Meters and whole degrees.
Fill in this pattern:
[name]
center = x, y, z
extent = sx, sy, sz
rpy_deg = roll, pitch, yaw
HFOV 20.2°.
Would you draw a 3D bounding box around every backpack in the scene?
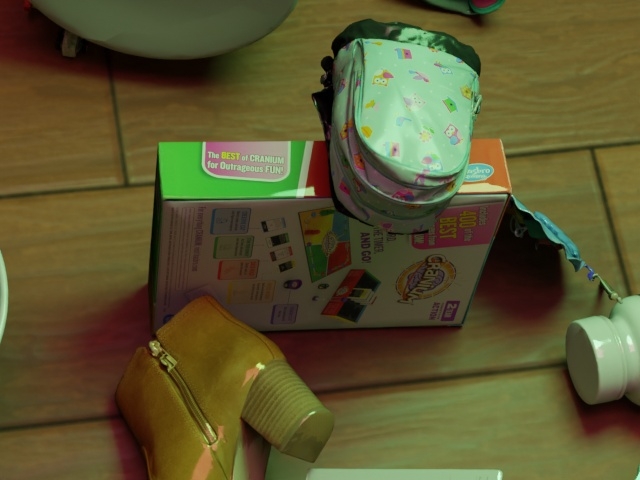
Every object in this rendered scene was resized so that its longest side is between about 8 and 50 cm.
[backpack]
center = 0.068, -0.099, 1.560
extent = 0.152, 0.115, 0.182
rpy_deg = 10, 57, -4

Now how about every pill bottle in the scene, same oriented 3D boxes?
[pill bottle]
center = 0.342, 0.103, 1.764
extent = 0.186, 0.112, 0.112
rpy_deg = -10, 63, -14

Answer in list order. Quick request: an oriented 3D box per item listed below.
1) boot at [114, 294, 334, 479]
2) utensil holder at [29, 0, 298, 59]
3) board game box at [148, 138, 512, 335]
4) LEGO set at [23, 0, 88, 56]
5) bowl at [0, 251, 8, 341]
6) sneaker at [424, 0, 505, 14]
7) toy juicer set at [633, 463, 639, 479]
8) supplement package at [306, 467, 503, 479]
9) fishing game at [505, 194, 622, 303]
[boot]
center = -0.132, 0.210, 1.650
extent = 0.211, 0.104, 0.295
rpy_deg = 36, 90, 40
[utensil holder]
center = -0.150, -0.427, 1.842
extent = 0.327, 0.327, 0.385
rpy_deg = 8, 56, -3
[board game box]
center = 0.000, 0.000, 1.698
extent = 0.316, 0.242, 0.064
rpy_deg = -1, 57, -9
[LEGO set]
center = -0.250, -0.302, 1.938
extent = 0.182, 0.060, 0.244
rpy_deg = -36, 72, -20
[bowl]
center = -0.437, 0.087, 1.632
extent = 0.311, 0.163, 0.311
rpy_deg = 3, 61, -6
[sneaker]
center = 0.196, -0.341, 1.980
extent = 0.295, 0.124, 0.178
rpy_deg = -13, 59, -6
[toy juicer set]
center = 0.326, 0.313, 1.658
extent = 0.209, 0.089, 0.329
rpy_deg = 39, 63, 14
[supplement package]
center = 0.079, 0.270, 1.606
extent = 0.179, 0.105, 0.105
rpy_deg = -1, 59, 15
[fishing game]
center = 0.188, -0.030, 1.793
extent = 0.264, 0.189, 0.041
rpy_deg = 42, 95, -4
